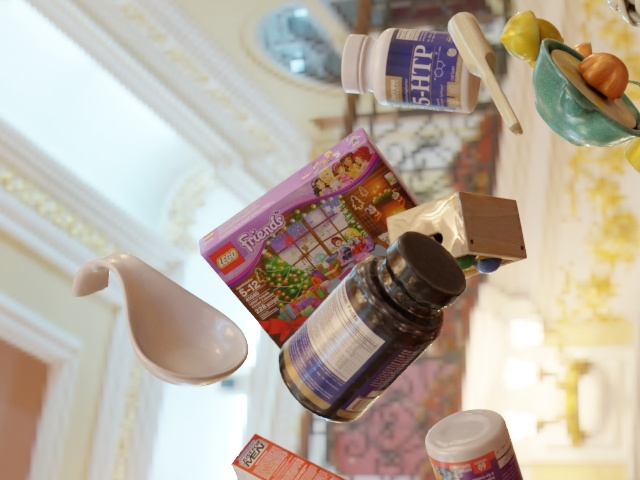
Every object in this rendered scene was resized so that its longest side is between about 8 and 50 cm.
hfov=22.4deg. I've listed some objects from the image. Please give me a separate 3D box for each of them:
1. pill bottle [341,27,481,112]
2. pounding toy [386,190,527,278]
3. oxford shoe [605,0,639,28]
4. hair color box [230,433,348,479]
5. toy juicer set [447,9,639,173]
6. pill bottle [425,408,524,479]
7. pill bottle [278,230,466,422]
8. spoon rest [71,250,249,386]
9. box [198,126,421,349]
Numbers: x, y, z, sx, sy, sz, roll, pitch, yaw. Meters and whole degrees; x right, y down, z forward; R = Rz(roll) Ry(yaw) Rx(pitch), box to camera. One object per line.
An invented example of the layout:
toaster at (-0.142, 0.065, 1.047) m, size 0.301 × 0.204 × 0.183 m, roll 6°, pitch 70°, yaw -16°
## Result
pill bottle at (0.130, -0.243, 2.288) m, size 0.112 × 0.186 × 0.112 m, roll 6°, pitch -90°, yaw -77°
pounding toy at (0.187, 0.012, 2.162) m, size 0.206 × 0.181 × 0.094 m, roll 6°, pitch -110°, yaw -46°
oxford shoe at (0.352, -0.268, 1.663) m, size 0.169 × 0.130 × 0.449 m, roll 89°, pitch 156°, yaw -48°
hair color box at (-0.016, 0.296, 1.857) m, size 0.053 × 0.167 × 0.093 m, roll -49°, pitch -38°, yaw -24°
toy juicer set at (0.243, -0.171, 1.593) m, size 0.329 × 0.089 × 0.209 m, roll 10°, pitch -141°, yaw -49°
pill bottle at (0.211, 0.324, 2.079) m, size 0.108 × 0.108 × 0.193 m, roll -51°, pitch -53°, yaw -54°
pill bottle at (0.060, 0.095, 1.803) m, size 0.123 × 0.219 × 0.123 m, roll 30°, pitch -149°, yaw -20°
spoon rest at (-0.200, 0.089, 1.939) m, size 0.137 × 0.276 × 0.084 m, roll -22°, pitch -50°, yaw -38°
box at (0.000, 0.000, 2.324) m, size 0.201 × 0.293 × 0.057 m, roll 51°, pitch -170°, yaw -24°
